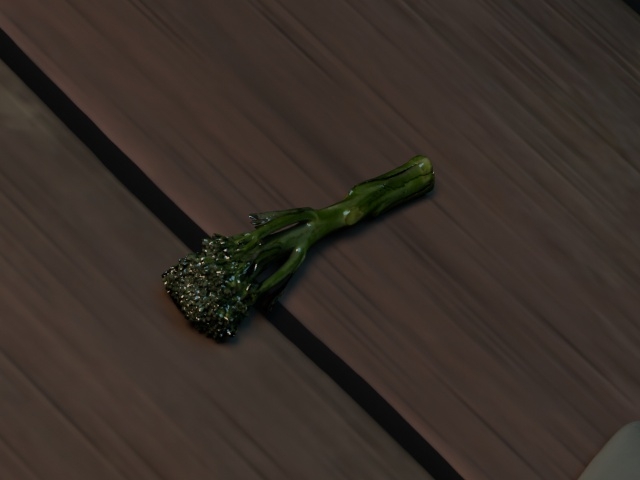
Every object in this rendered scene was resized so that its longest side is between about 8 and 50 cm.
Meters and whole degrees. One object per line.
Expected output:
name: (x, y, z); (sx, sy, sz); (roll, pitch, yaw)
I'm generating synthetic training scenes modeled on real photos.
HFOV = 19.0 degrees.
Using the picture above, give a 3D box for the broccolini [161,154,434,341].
broccolini: (0.000, 0.000, 0.704); (0.140, 0.030, 0.035); (-24, 76, -44)

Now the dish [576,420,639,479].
dish: (0.174, 0.167, 0.620); (0.243, 0.080, 0.182); (38, 47, 7)
